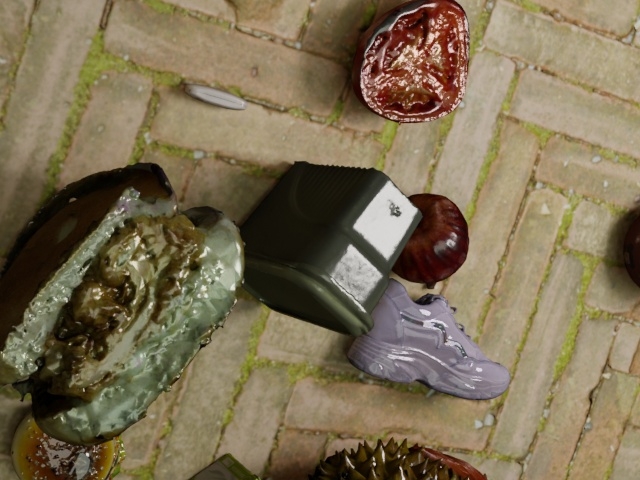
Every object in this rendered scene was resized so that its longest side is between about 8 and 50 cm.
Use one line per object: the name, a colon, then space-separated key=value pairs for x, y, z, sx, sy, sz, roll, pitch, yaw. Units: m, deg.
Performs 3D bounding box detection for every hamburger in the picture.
hamburger: x=-0.253 y=0.061 z=1.478 sx=0.195 sy=0.277 sz=0.318 roll=42 pitch=82 yaw=-22
hamburger: x=-0.315 y=0.262 z=1.594 sx=0.141 sy=0.081 sz=0.126 roll=37 pitch=83 yaw=-25

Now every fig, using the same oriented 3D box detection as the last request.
fig: x=0.147 y=0.013 z=1.741 sx=0.128 sy=0.128 sz=0.150 roll=-23 pitch=106 yaw=-20

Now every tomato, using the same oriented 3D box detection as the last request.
tomato: x=0.108 y=-0.242 z=1.696 sx=0.174 sy=0.082 sz=0.166 roll=-10 pitch=108 yaw=-28

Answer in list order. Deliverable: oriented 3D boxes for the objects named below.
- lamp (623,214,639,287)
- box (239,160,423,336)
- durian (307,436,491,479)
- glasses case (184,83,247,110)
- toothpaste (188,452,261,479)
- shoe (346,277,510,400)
lamp: x=0.537 y=0.017 z=1.928 sx=0.157 sy=0.135 sz=0.156 roll=-32 pitch=82 yaw=11
box: x=0.000 y=0.000 z=1.593 sx=0.138 sy=0.274 sz=0.178 roll=43 pitch=74 yaw=-27
durian: x=0.112 y=0.437 z=1.700 sx=0.385 sy=0.348 sz=0.347 roll=8 pitch=97 yaw=-24
glasses case: x=-0.132 y=-0.181 z=1.622 sx=0.083 sy=0.032 sz=0.021 roll=14 pitch=97 yaw=-28
toothpaste: x=-0.211 y=0.406 z=1.656 sx=0.327 sy=0.110 sz=0.077 roll=-33 pitch=114 yaw=-16
shoe: x=0.164 y=0.141 z=1.791 sx=0.245 sy=0.095 sz=0.137 roll=16 pitch=96 yaw=-21
